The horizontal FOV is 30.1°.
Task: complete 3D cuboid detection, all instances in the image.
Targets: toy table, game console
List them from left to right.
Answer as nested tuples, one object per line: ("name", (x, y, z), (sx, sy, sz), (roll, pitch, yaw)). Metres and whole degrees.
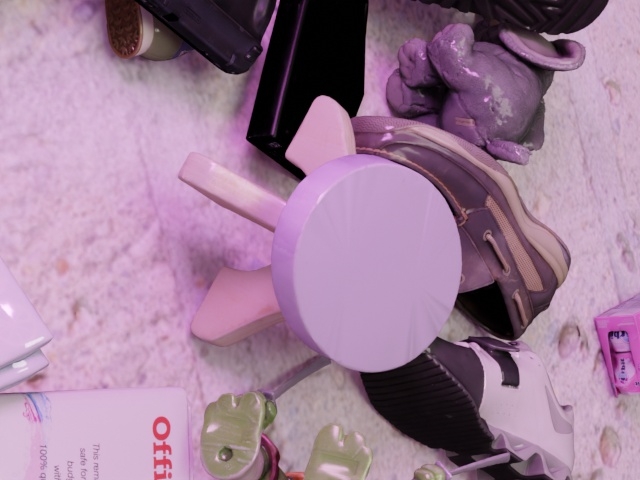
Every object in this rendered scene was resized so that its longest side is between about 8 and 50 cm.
("game console", (-0.062, -0.213, 1.102), (0.361, 0.044, 0.213), (36, 61, -50))
("toy table", (0.000, 0.000, 1.058), (0.252, 0.161, 0.274), (-55, 143, -15))

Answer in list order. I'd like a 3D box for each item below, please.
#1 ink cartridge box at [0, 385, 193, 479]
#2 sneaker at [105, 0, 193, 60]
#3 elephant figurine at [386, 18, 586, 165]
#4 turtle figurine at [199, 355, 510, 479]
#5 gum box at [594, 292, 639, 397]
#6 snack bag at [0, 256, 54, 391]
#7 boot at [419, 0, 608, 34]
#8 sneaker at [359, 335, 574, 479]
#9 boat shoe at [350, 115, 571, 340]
("ink cartridge box", (-0.240, 0.216, 0.894), (0.278, 0.117, 0.201), (3, 82, -40))
("sneaker", (-0.149, -0.255, 1.078), (0.086, 0.064, 0.192), (0, 86, -47))
("elephant figurine", (0.206, -0.181, 1.299), (0.239, 0.169, 0.186), (-23, 94, -36))
("turtle figurine", (0.004, 0.179, 1.044), (0.275, 0.266, 0.198), (-37, 69, -7))
("gum box", (0.434, 0.123, 1.528), (0.188, 0.062, 0.107), (-20, 97, -41))
("snack bag", (-0.390, 0.009, 0.764), (0.342, 0.037, 0.323), (-25, 77, -42))
("boot", (0.140, -0.368, 1.258), (0.348, 0.131, 0.260), (18, 47, -26))
("sneaker", (0.162, 0.152, 1.262), (0.330, 0.122, 0.146), (43, 52, -34))
("boat shoe", (0.142, -0.002, 1.238), (0.355, 0.132, 0.130), (36, 67, -37))
